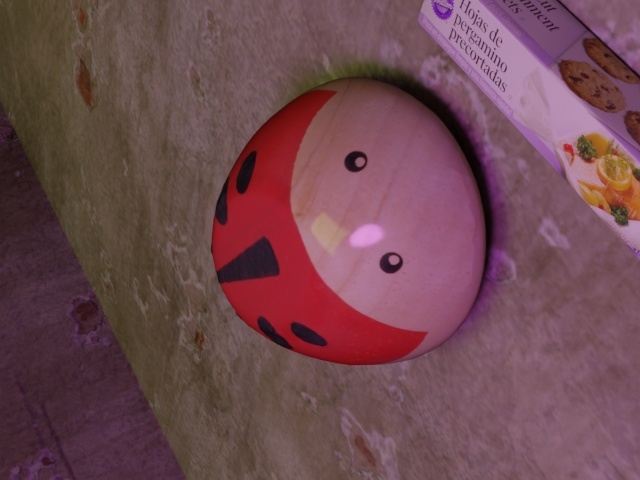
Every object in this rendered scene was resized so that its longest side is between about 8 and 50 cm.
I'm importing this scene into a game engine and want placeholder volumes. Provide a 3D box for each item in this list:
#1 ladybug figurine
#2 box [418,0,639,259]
[{"bbox_3d":[0.000,0.000,1.016,0.305,0.161,0.449,68,155,4],"label":"ladybug figurine"},{"bbox_3d":[0.189,-0.092,0.687,0.324,0.067,0.063,56,150,30],"label":"box"}]
